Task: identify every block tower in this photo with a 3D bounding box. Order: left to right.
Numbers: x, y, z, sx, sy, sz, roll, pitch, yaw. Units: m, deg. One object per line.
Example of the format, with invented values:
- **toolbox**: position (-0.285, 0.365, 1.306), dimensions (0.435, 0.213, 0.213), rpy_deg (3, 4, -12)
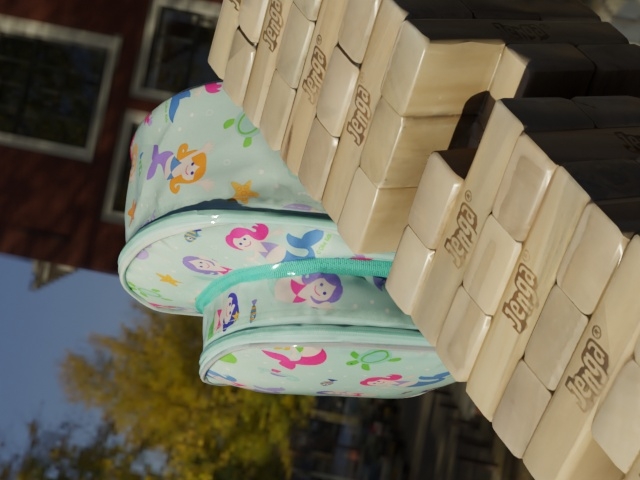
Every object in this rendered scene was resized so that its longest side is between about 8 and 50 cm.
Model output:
- **block tower**: position (0.068, -0.021, 0.437), dimensions (0.335, 0.090, 0.097), rpy_deg (55, 138, 41)

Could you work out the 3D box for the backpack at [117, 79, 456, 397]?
- **backpack**: position (0.000, 0.000, 0.813), dimensions (0.225, 0.253, 0.191), rpy_deg (146, 135, -63)
